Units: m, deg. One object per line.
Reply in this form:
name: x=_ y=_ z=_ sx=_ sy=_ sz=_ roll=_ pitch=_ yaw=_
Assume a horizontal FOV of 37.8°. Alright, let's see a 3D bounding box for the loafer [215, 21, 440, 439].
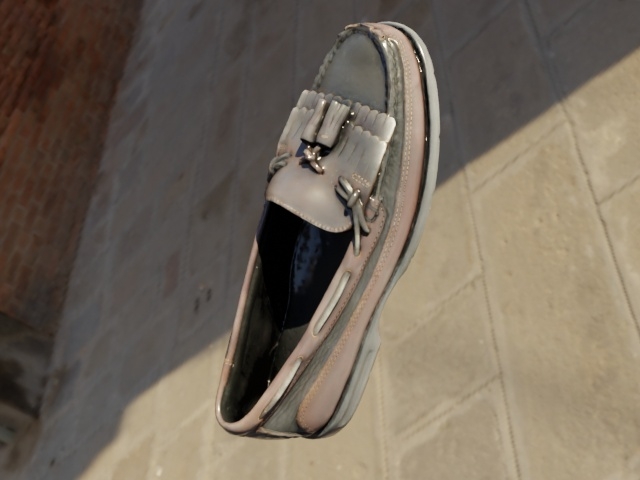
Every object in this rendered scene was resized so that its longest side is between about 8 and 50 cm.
loafer: x=0.000 y=0.000 z=0.632 sx=0.109 sy=0.095 sz=0.303 roll=24 pitch=107 yaw=42
